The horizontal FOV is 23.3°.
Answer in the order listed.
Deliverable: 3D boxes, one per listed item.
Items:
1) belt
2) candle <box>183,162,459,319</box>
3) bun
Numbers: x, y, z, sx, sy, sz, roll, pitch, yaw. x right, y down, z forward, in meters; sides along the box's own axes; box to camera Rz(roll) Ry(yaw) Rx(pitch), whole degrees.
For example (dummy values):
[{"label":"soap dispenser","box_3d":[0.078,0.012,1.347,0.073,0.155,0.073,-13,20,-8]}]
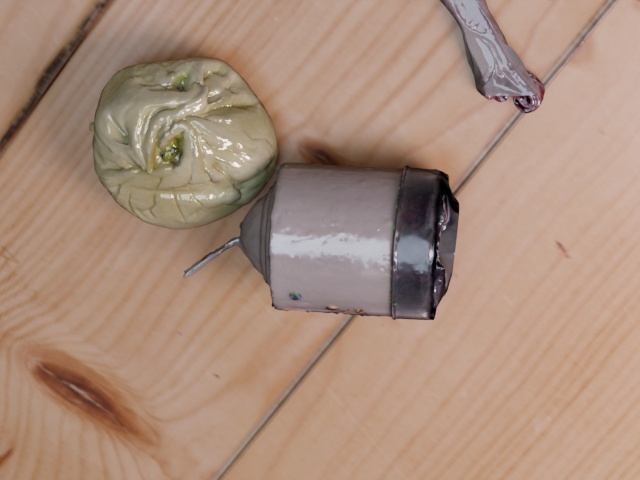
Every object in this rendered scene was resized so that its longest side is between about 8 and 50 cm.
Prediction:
[{"label":"belt","box_3d":[0.186,-0.250,1.831,0.071,0.053,0.232,-30,100,6]},{"label":"candle","box_3d":[0.000,0.000,1.855,0.330,0.187,0.187,3,105,7]},{"label":"bun","box_3d":[-0.168,-0.117,1.867,0.229,0.145,0.229,1,103,4]}]
